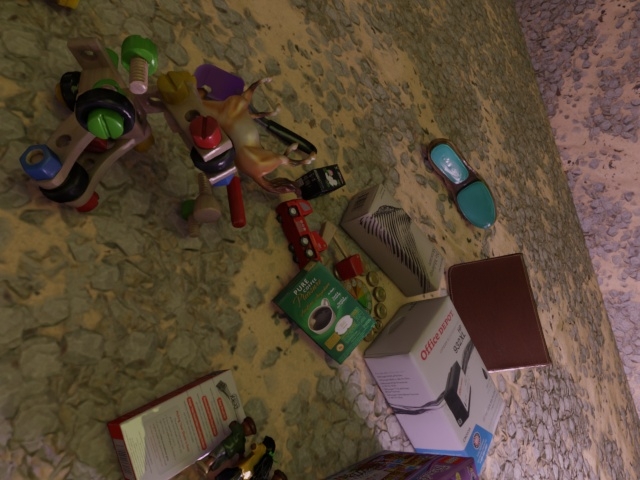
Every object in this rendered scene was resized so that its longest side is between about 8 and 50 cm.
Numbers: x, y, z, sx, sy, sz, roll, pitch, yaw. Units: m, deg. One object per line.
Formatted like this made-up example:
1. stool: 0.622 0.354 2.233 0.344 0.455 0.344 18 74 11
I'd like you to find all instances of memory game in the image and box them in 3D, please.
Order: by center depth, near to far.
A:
1. memory game: 0.085 0.127 0.942 0.186 0.012 0.186 18 62 -38

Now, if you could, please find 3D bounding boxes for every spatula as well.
1. spatula: -0.120 -0.256 0.878 0.297 0.030 0.084 30 53 -33

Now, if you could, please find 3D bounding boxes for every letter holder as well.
1. letter holder: 0.488 0.211 1.227 0.152 0.215 0.301 39 41 -70

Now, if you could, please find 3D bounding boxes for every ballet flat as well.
1. ballet flat: 0.453 -0.192 1.378 0.342 0.116 0.124 47 28 -16

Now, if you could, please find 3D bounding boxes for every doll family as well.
1. doll family: -0.104 0.334 0.615 0.111 0.076 0.192 -34 141 -41

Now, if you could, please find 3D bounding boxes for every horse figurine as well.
1. horse figurine: -0.119 -0.189 0.791 0.175 0.066 0.263 -29 93 -31

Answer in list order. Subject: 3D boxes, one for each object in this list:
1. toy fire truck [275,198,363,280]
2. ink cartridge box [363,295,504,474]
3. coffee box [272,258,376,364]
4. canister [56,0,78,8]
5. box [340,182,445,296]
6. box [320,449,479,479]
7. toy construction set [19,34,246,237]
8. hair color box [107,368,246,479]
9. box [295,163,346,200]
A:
1. toy fire truck: 0.000 0.000 0.874 0.135 0.047 0.192 -19 85 -43
2. ink cartridge box: 0.261 0.312 0.957 0.223 0.129 0.307 -37 101 -45
3. coffee box: 0.011 0.134 0.814 0.113 0.040 0.184 -48 111 -11
4. canister: -0.435 -0.421 0.605 0.170 0.073 0.126 4 71 -42
5. box: 0.177 0.005 1.021 0.275 0.094 0.113 44 49 -23
6. box: 0.098 0.420 0.705 0.293 0.201 0.057 3 72 -43
7. toy construction set: -0.233 -0.164 0.624 0.309 0.258 0.237 35 37 -56
8. hair color box: -0.190 0.255 0.595 0.167 0.053 0.093 -15 85 -45
9. box: 0.001 -0.124 0.922 0.083 0.062 0.052 -22 89 -46
